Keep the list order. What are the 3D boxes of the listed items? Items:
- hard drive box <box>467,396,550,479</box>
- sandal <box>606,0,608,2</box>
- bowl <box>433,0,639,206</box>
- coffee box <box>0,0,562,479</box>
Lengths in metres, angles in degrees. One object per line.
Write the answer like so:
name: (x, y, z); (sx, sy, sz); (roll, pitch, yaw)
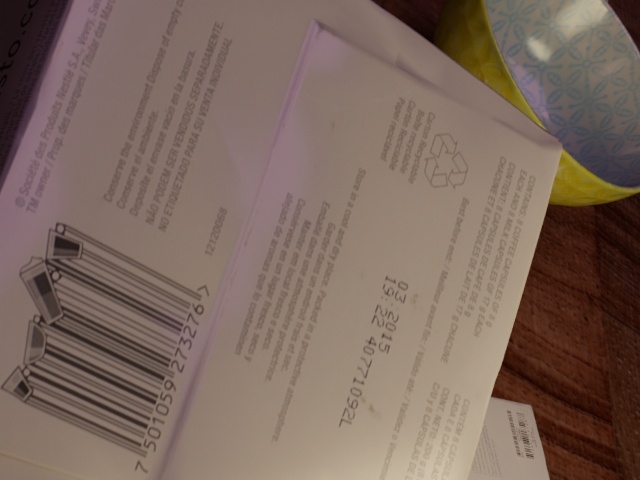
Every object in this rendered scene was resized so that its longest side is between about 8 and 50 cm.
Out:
hard drive box: (0.091, 0.215, 1.454); (0.232, 0.089, 0.181); (17, 52, -44)
sandal: (0.195, -0.309, 1.973); (0.265, 0.102, 0.076); (35, 53, -8)
bowl: (0.202, -0.145, 1.799); (0.289, 0.156, 0.289); (31, 43, -34)
coffee box: (-0.122, 0.024, 1.049); (0.338, 0.334, 0.338); (31, 69, -33)
